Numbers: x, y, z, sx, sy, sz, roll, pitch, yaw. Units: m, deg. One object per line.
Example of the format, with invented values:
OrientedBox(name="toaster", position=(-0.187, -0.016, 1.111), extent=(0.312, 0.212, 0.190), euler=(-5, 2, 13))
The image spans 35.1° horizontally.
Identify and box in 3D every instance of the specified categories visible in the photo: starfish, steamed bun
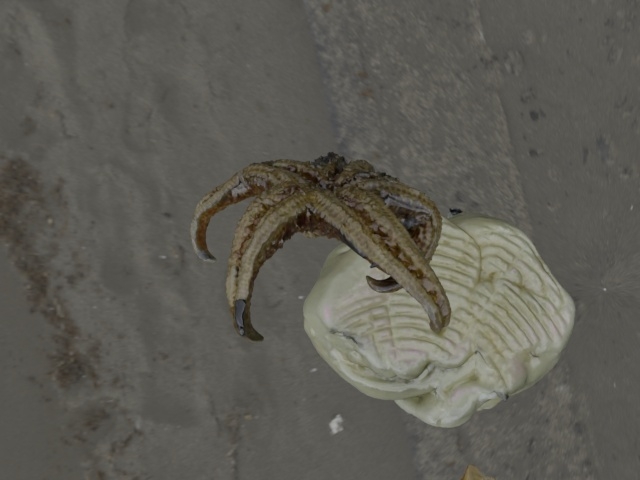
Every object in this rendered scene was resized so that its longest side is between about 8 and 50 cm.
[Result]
OrientedBox(name="starfish", position=(0.001, 0.001, 0.616), extent=(0.190, 0.146, 0.074), euler=(35, 133, 51))
OrientedBox(name="steamed bun", position=(0.141, 0.092, 1.296), extent=(0.320, 0.206, 0.275), euler=(23, 75, -7))

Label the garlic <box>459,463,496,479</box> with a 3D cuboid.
OrientedBox(name="garlic", position=(0.065, 0.277, 0.823), extent=(0.245, 0.145, 0.164), euler=(-19, 70, 36))
